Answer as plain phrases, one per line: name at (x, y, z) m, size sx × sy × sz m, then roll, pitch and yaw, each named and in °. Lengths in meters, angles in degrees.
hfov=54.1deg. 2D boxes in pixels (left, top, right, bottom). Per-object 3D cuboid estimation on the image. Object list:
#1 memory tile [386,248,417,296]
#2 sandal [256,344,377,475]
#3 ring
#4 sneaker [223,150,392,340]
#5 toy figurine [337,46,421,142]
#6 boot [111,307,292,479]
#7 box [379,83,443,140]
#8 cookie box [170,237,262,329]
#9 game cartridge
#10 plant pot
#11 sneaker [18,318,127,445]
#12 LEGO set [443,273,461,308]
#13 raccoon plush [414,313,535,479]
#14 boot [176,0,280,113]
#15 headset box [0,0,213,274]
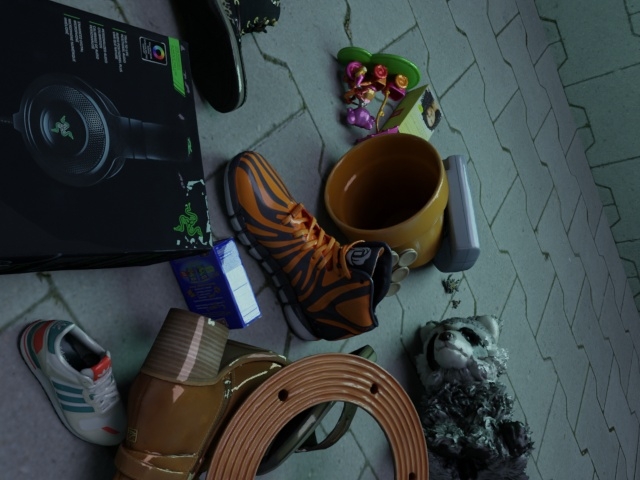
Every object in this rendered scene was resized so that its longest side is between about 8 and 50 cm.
memory tile at (0.082, 0.059, 1.030) m, size 0.147 × 0.113 × 0.012 m, roll -5°, pitch 46°, yaw -27°
sandal at (0.008, 0.241, 0.888) m, size 0.302 × 0.120 × 0.086 m, roll -27°, pitch 91°, yaw -53°
ring at (0.004, 0.306, 0.765) m, size 0.336 × 0.032 × 0.337 m, roll 4°, pitch 84°, yaw -35°
sneaker at (0.000, 0.000, 0.903) m, size 0.321 × 0.180 × 0.125 m, roll 61°, pitch 40°, yaw -21°
toy figurine at (0.096, -0.257, 1.179) m, size 0.173 × 0.130 × 0.159 m, roll 19°, pitch 73°, yaw -25°
boot at (-0.128, 0.223, 0.740) m, size 0.283 × 0.108 × 0.220 m, roll 51°, pitch 53°, yaw -62°
box at (0.190, -0.241, 1.324) m, size 0.087 × 0.058 × 0.232 m, roll 58°, pitch 41°, yaw -23°
cookie box at (-0.133, 0.058, 0.789) m, size 0.040 × 0.091 × 0.107 m, roll -30°, pitch 105°, yaw -48°
game cartridge at (0.251, -0.036, 1.220) m, size 0.294 × 0.060 × 0.196 m, roll 69°, pitch 18°, yaw -83°
plant pot at (0.135, -0.050, 1.099) m, size 0.188 × 0.205 × 0.205 m, roll 55°, pitch 40°, yaw -50°
sneaker at (-0.236, 0.148, 0.639) m, size 0.057 × 0.075 × 0.161 m, roll -47°, pitch 117°, yaw -47°
LEGO set at (0.289, 0.110, 1.385) m, size 0.054 × 0.023 × 0.083 m, roll -17°, pitch 107°, yaw -51°
raccoon plush at (0.272, 0.355, 1.221) m, size 0.299 × 0.215 × 0.447 m, roll -79°, pitch 169°, yaw -48°
boot at (-0.117, -0.309, 0.923) m, size 0.178 × 0.085 × 0.237 m, roll -21°, pitch 96°, yaw -55°
headset box at (-0.254, -0.094, 0.642) m, size 0.283 × 0.131 × 0.247 m, roll 0°, pitch 81°, yaw -53°
